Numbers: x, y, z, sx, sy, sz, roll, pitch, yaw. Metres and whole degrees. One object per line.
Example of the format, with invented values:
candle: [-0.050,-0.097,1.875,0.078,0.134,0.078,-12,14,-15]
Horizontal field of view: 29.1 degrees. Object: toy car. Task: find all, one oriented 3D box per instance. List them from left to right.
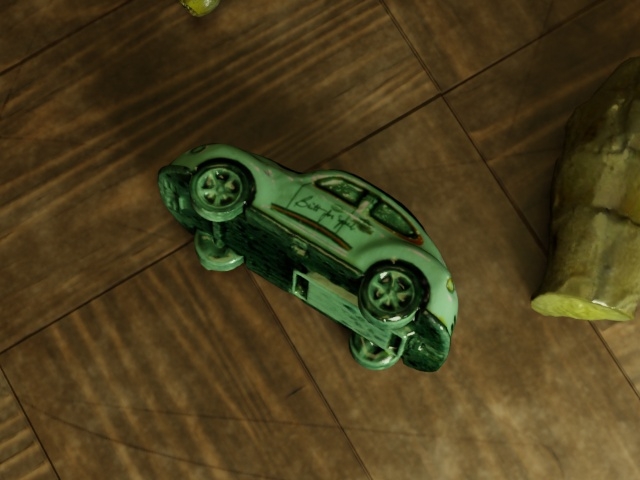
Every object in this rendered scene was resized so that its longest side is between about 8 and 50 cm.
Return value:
toy car: [0.000,0.000,1.114,0.306,0.136,0.125,33,68,11]

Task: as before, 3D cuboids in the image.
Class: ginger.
ginger: [0.269,-0.050,1.120,0.109,0.116,0.263,15,82,48]

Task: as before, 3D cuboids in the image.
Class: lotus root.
lotus root: [-0.113,-0.269,1.217,0.049,0.054,0.099,9,78,16]
